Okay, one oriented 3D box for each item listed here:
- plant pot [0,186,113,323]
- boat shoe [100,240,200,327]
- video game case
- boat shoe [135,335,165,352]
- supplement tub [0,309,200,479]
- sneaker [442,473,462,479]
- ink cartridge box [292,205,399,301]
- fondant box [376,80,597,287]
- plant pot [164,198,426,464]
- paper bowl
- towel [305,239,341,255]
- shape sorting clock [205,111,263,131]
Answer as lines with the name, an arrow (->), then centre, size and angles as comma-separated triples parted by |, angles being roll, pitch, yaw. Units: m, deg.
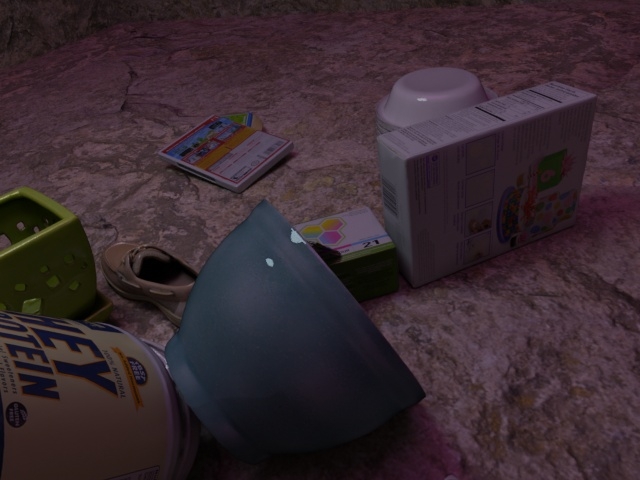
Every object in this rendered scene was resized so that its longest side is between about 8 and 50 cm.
plant pot -> -0.482, 0.070, 0.784 | 0.227, 0.207, 0.228 | 21, 47, 40
boat shoe -> -0.290, 0.050, 0.862 | 0.302, 0.098, 0.109 | 23, 47, 37
video game case -> -0.237, -0.224, 1.244 | 0.285, 0.025, 0.204 | 25, 54, 29
boat shoe -> -0.280, 0.173, 0.703 | 0.268, 0.088, 0.096 | 13, 42, 28
supplement tub -> -0.277, 0.183, 0.447 | 0.236, 0.325, 0.235 | -4, 74, 16
sneaker -> 0.153, 0.275, 0.469 | 0.233, 0.090, 0.115 | -2, 34, 10
ink cartridge box -> 0.000, 0.000, 0.865 | 0.189, 0.096, 0.255 | -15, 37, -7
fondant box -> 0.265, -0.091, 0.806 | 0.331, 0.238, 0.096 | -19, 36, -12
plant pot -> -0.050, 0.126, 0.580 | 0.196, 0.293, 0.293 | -40, 42, -6
paper bowl -> 0.272, -0.308, 1.176 | 0.285, 0.148, 0.284 | -6, 37, 4
towel -> -0.011, 0.005, 0.727 | 0.060, 0.083, 0.009 | 21, 89, 32
shape sorting clock -> -0.257, -0.288, 1.359 | 0.207, 0.040, 0.206 | -4, 45, 4
